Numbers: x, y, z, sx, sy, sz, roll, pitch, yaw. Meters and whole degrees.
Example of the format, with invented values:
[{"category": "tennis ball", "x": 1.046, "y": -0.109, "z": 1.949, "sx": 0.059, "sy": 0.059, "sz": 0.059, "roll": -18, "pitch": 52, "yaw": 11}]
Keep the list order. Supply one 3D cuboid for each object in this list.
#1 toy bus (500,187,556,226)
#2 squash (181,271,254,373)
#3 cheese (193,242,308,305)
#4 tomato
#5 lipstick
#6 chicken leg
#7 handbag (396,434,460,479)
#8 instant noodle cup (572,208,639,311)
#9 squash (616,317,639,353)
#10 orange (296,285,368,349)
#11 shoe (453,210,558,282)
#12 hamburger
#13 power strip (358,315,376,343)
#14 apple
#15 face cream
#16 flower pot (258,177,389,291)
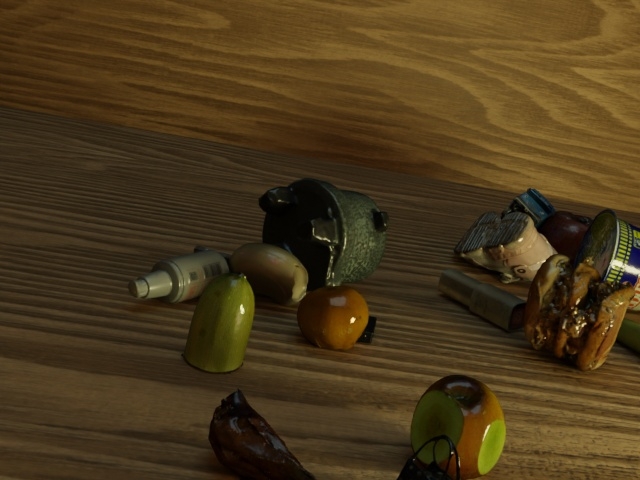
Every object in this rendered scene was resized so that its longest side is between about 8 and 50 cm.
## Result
[{"category": "toy bus", "x": 0.622, "y": -0.052, "z": 2.534, "sx": 0.133, "sy": 0.234, "sz": 0.116, "roll": -28, "pitch": 69, "yaw": -32}, {"category": "squash", "x": -0.180, "y": 0.147, "z": 1.532, "sx": 0.123, "sy": 0.187, "sz": 0.123, "roll": 17, "pitch": 15, "yaw": -5}, {"category": "cheese", "x": -0.168, "y": 0.064, "z": 1.894, "sx": 0.286, "sy": 0.163, "sz": 0.082, "roll": 13, "pitch": 51, "yaw": 24}, {"category": "tomato", "x": 0.785, "y": 0.015, "z": 2.567, "sx": 0.231, "sy": 0.189, "sz": 0.232, "roll": 14, "pitch": 21, "yaw": -5}, {"category": "lipstick", "x": 0.412, "y": 0.148, "z": 2.082, "sx": 0.077, "sy": 0.079, "sz": 0.252, "roll": -5, "pitch": 21, "yaw": -39}, {"category": "chicken leg", "x": -0.055, "y": 0.324, "z": 1.157, "sx": 0.304, "sy": 0.113, "sz": 0.093, "roll": 27, "pitch": 44, "yaw": 37}, {"category": "handbag", "x": 0.165, "y": 0.345, "z": 1.165, "sx": 0.072, "sy": 0.139, "sz": 0.115, "roll": 13, "pitch": 14, "yaw": -23}, {"category": "instant noodle cup", "x": 0.916, "y": 0.091, "z": 2.312, "sx": 0.312, "sy": 0.284, "sz": 0.284, "roll": 19, "pitch": 16, "yaw": -2}, {"category": "squash", "x": 0.810, "y": 0.258, "z": 1.973, "sx": 0.083, "sy": 0.083, "sz": 0.250, "roll": 4, "pitch": 15, "yaw": -21}, {"category": "orange", "x": 0.028, "y": 0.164, "z": 1.713, "sx": 0.154, "sy": 0.134, "sz": 0.155, "roll": -8, "pitch": 2, "yaw": 0}, {"category": "shoe", "x": 0.547, "y": 0.038, "z": 2.422, "sx": 0.198, "sy": 0.172, "sz": 0.351, "roll": 44, "pitch": -12, "yaw": -14}, {"category": "hamburger", "x": 0.595, "y": 0.160, "z": 1.870, "sx": 0.211, "sy": 0.261, "sz": 0.245, "roll": 21, "pitch": -13, "yaw": 29}, {"category": "power strip", "x": 0.102, "y": 0.197, "z": 1.805, "sx": 0.037, "sy": 0.029, "sz": 0.111, "roll": 12, "pitch": 14, "yaw": 6}, {"category": "apple", "x": 0.222, "y": 0.301, "z": 1.330, "sx": 0.146, "sy": 0.147, "sz": 0.163, "roll": 23, "pitch": 22, "yaw": 38}, {"category": "face cream", "x": -0.317, "y": 0.086, "z": 1.779, "sx": 0.101, "sy": 0.101, "sz": 0.251, "roll": 22, "pitch": 20, "yaw": 32}, {"category": "flower pot", "x": 0.000, "y": 0.000, "z": 1.996, "sx": 0.282, "sy": 0.299, "sz": 0.299, "roll": 6, "pitch": 15, "yaw": -47}]
